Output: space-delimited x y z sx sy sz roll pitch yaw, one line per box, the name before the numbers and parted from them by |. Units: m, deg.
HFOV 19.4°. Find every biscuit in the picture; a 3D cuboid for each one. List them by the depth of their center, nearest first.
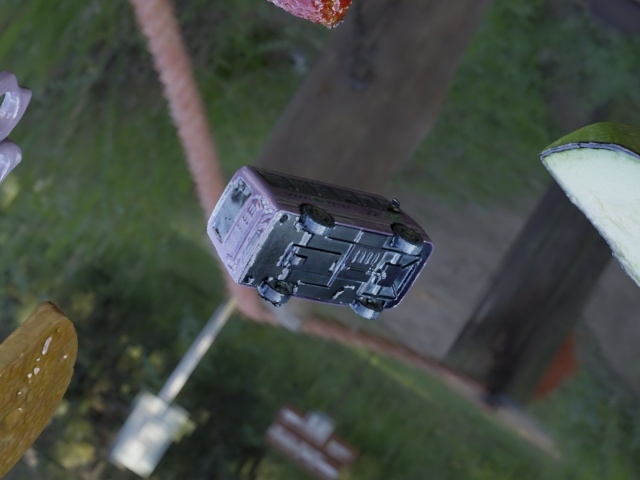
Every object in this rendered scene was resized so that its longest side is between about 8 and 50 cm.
biscuit | -0.264 0.140 1.560 0.029 0.220 0.142 37 -158 19

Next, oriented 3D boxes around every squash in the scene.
squash | 0.287 -0.031 1.450 0.192 0.085 0.184 48 160 -15

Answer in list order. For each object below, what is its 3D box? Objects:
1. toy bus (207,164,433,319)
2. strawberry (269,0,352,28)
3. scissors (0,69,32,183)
toy bus | 0.000 0.000 1.725 0.199 0.096 0.108 11 -151 -40
strawberry | -0.028 -0.294 1.847 0.187 0.146 0.082 67 -163 -6
scissors | -0.262 -0.039 1.233 0.021 0.110 0.212 30 -142 16
